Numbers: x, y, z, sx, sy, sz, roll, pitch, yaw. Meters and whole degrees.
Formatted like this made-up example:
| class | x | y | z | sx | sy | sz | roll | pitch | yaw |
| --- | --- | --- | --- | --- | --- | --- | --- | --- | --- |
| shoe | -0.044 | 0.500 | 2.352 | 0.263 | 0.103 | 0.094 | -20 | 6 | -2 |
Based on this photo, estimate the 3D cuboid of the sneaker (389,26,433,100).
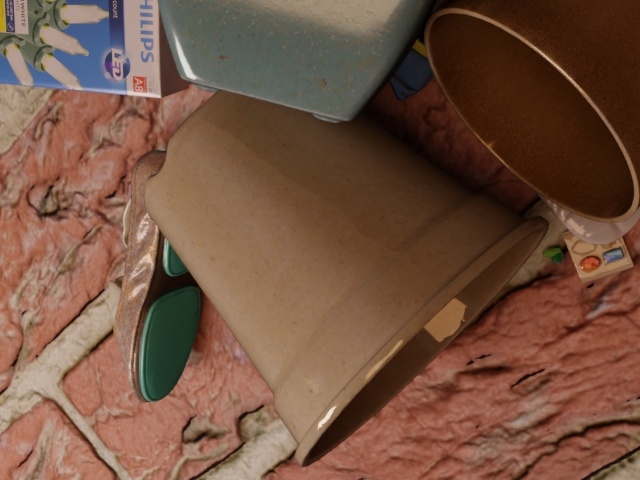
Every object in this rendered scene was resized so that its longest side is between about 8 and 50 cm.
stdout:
| class | x | y | z | sx | sy | sz | roll | pitch | yaw |
| --- | --- | --- | --- | --- | --- | --- | --- | --- | --- |
| sneaker | 0.029 | -0.228 | 1.038 | 0.209 | 0.069 | 0.082 | 42 | 120 | 3 |

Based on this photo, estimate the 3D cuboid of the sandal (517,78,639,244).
| class | x | y | z | sx | sy | sz | roll | pitch | yaw |
| --- | --- | --- | --- | --- | --- | --- | --- | --- | --- |
| sandal | 0.230 | -0.113 | 1.006 | 0.102 | 0.076 | 0.265 | -34 | 72 | 5 |

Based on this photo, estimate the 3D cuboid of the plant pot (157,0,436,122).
| class | x | y | z | sx | sy | sz | roll | pitch | yaw |
| --- | --- | --- | --- | --- | --- | --- | --- | --- | --- |
| plant pot | -0.008 | -0.238 | 0.848 | 0.247 | 0.248 | 0.252 | 14 | 102 | 4 |

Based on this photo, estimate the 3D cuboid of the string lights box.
| class | x | y | z | sx | sy | sz | roll | pitch | yaw |
| --- | --- | --- | --- | --- | --- | --- | --- | --- | --- |
| string lights box | -0.281 | -0.241 | 1.143 | 0.260 | 0.077 | 0.133 | 7 | 109 | 18 |

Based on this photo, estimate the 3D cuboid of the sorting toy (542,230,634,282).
| class | x | y | z | sx | sy | sz | roll | pitch | yaw |
| --- | --- | --- | --- | --- | --- | --- | --- | --- | --- |
| sorting toy | 0.278 | 0.015 | 1.058 | 0.083 | 0.012 | 0.062 | -22 | 99 | 25 |

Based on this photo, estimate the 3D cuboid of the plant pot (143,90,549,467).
| class | x | y | z | sx | sy | sz | roll | pitch | yaw |
| --- | --- | --- | --- | --- | --- | --- | --- | --- | --- |
| plant pot | 0.000 | 0.000 | 1.012 | 0.305 | 0.334 | 0.334 | 45 | 117 | 14 |

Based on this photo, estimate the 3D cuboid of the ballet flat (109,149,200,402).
| class | x | y | z | sx | sy | sz | roll | pitch | yaw |
| --- | --- | --- | --- | --- | --- | --- | --- | --- | --- |
| ballet flat | -0.199 | 0.038 | 1.208 | 0.106 | 0.107 | 0.316 | 25 | 111 | 33 |

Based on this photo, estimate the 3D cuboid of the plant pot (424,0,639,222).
| class | x | y | z | sx | sy | sz | roll | pitch | yaw |
| --- | --- | --- | --- | --- | --- | --- | --- | --- | --- |
| plant pot | 0.262 | -0.186 | 0.867 | 0.254 | 0.237 | 0.237 | -44 | 89 | -8 |
